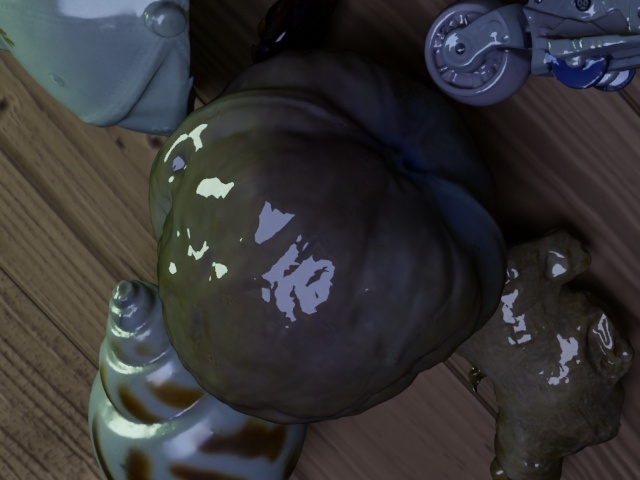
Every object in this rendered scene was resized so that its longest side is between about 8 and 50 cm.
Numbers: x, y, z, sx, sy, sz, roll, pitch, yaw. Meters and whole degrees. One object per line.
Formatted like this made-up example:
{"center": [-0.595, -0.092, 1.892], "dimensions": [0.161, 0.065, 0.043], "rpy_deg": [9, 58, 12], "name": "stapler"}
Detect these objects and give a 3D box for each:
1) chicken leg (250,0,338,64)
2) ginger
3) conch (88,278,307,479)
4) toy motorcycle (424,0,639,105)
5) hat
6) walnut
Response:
{"center": [0.070, -0.249, 1.176], "dimensions": [0.158, 0.096, 0.407], "rpy_deg": [36, 128, -23], "name": "chicken leg"}
{"center": [0.159, 0.093, 1.334], "dimensions": [0.137, 0.074, 0.213], "rpy_deg": [-7, 110, 32], "name": "ginger"}
{"center": [-0.100, 0.123, 1.404], "dimensions": [0.182, 0.149, 0.275], "rpy_deg": [-1, 119, 17], "name": "conch"}
{"center": [0.182, -0.151, 1.187], "dimensions": [0.254, 0.112, 0.112], "rpy_deg": [-10, 113, 27], "name": "toy motorcycle"}
{"center": [-0.207, -0.195, 1.261], "dimensions": [0.301, 0.168, 0.258], "rpy_deg": [8, 119, 17], "name": "hat"}
{"center": [-0.002, -0.001, 1.239], "dimensions": [0.248, 0.248, 0.248], "rpy_deg": [9, 120, 16], "name": "walnut"}
